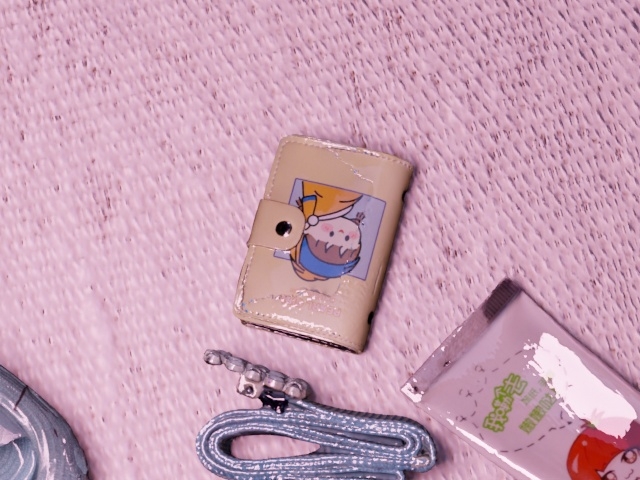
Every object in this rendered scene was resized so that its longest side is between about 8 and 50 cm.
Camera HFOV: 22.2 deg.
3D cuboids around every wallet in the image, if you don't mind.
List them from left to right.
[{"bbox_3d":[0.000,0.000,1.258,0.110,0.039,0.155,14,76,8],"label":"wallet"}]

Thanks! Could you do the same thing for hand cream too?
[{"bbox_3d":[0.221,0.169,1.188,0.336,0.076,0.121,39,81,20],"label":"hand cream"}]

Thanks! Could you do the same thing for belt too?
[{"bbox_3d":[-0.001,0.137,1.215,0.179,0.065,0.100,4,84,5],"label":"belt"}]

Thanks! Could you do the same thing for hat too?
[{"bbox_3d":[-0.261,0.159,1.228,0.138,0.078,0.191,-41,94,3],"label":"hat"}]
